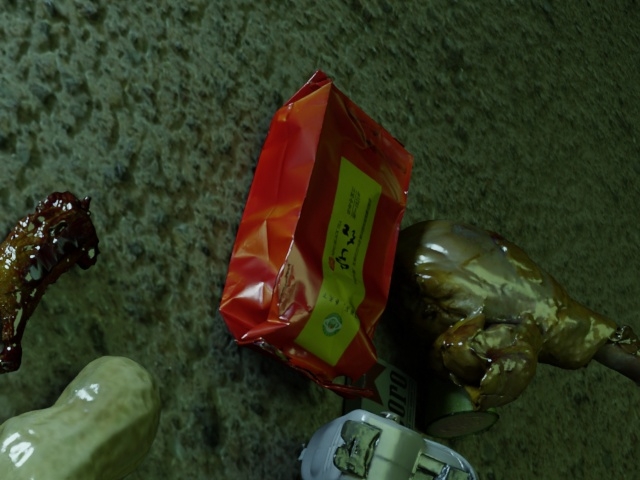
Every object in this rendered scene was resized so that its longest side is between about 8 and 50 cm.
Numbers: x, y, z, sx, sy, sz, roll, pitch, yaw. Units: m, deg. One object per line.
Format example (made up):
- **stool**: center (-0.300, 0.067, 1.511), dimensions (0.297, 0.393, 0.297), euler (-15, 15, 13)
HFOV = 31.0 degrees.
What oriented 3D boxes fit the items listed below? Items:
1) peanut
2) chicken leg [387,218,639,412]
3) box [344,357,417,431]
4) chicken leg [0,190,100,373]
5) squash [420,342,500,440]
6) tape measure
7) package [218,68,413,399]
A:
- **peanut**: center (-0.232, 0.194, 1.062), dimensions (0.123, 0.124, 0.256), euler (56, 36, -16)
- **chicken leg**: center (0.264, 0.134, 1.544), dimensions (0.410, 0.182, 0.295), euler (24, 34, -8)
- **box**: center (0.076, 0.246, 1.481), dimensions (0.115, 0.036, 0.177), euler (33, 51, -37)
- **chicken leg**: center (-0.277, 0.029, 1.134), dimensions (0.089, 0.048, 0.219), euler (48, 42, -22)
- **squash**: center (0.185, 0.198, 1.599), dimensions (0.105, 0.105, 0.132), euler (25, 46, -43)
- **tape measure**: center (0.081, 0.266, 1.295), dimensions (0.197, 0.236, 0.120), euler (23, 73, -8)
- **package**: center (0.001, -0.001, 1.431), dimensions (0.196, 0.123, 0.423), euler (36, 49, -33)
